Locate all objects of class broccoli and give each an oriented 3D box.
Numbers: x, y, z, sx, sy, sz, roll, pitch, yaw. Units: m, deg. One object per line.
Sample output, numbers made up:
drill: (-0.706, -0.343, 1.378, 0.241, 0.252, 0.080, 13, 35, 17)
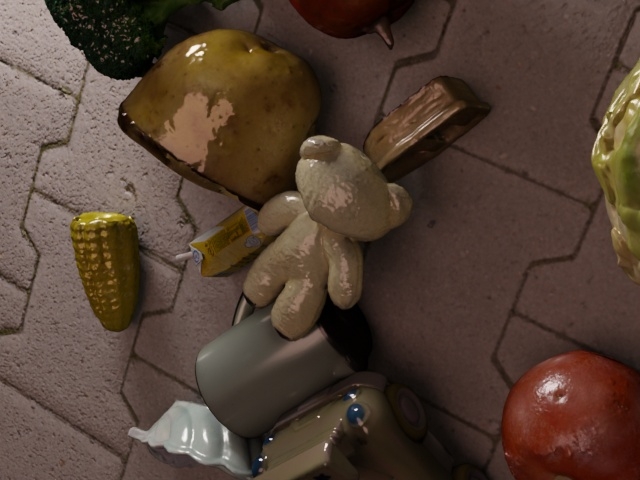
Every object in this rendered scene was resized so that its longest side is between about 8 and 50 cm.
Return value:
broccoli: (-0.257, -0.369, 1.655, 0.297, 0.297, 0.297, -5, 97, -4)

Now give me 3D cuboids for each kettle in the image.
kettle: (-0.055, 0.143, 1.668, 0.236, 0.161, 0.221, -35, 61, 27)

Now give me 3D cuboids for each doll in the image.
doll: (-0.003, -0.003, 1.538, 0.175, 0.149, 0.278, 33, 110, -3)

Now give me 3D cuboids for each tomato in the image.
tomato: (0.336, 0.241, 1.446, 0.208, 0.184, 0.208, 20, 142, 16)

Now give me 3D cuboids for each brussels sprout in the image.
brussels sprout: (0.441, -0.105, 1.273, 0.344, 0.344, 0.268, -60, 33, 23)

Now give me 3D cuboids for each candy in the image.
candy: (-0.342, 0.053, 1.841, 0.106, 0.094, 0.198, -7, 105, -6)

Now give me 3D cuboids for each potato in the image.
potato: (-0.120, -0.188, 1.615, 0.285, 0.242, 0.242, 37, 114, 12)

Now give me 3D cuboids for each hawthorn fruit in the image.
hawthorn fruit: (0.043, -0.368, 1.498, 0.215, 0.215, 0.249, -22, 86, 30)

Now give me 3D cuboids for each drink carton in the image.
drink carton: (-0.142, 0.010, 1.730, 0.200, 0.084, 0.074, -34, 71, 30)

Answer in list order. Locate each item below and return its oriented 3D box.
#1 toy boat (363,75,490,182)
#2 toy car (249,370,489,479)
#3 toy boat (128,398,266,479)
toy boat: (0.130, -0.147, 1.536, 0.188, 0.116, 0.061, -38, 75, 26)
toy car: (0.079, 0.374, 1.550, 0.242, 0.226, 0.336, -33, 102, 28)
toy boat: (-0.171, 0.314, 1.757, 0.290, 0.199, 0.100, 4, 67, 43)
